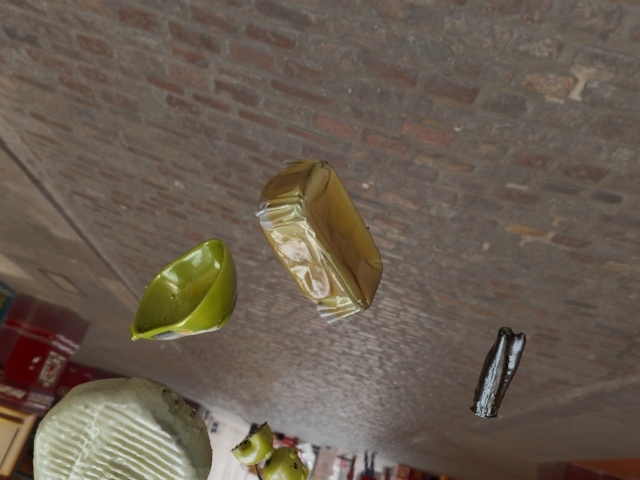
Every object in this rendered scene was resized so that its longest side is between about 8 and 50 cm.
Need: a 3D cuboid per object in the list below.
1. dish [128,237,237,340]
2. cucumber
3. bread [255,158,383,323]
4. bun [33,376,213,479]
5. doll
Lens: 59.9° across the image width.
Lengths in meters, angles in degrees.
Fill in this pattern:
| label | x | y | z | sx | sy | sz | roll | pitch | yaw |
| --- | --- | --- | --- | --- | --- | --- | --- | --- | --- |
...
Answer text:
| label | x | y | z | sx | sy | sz | roll | pitch | yaw |
| --- | --- | --- | --- | --- | --- | --- | --- | --- | --- |
| dish | -0.263 | 0.126 | 1.154 | 0.262 | 0.221 | 0.108 | -25 | 126 | 29 |
| cucumber | 0.192 | 0.145 | 0.605 | 0.033 | 0.034 | 0.135 | 9 | 119 | 2 |
| bread | 0.000 | 0.000 | 0.850 | 0.107 | 0.136 | 0.241 | -10 | 129 | 32 |
| bun | -0.243 | 0.269 | 0.711 | 0.220 | 0.220 | 0.134 | 20 | -166 | -7 |
| doll | -0.111 | 0.571 | 1.394 | 0.221 | 0.135 | 0.143 | 48 | -171 | 6 |
